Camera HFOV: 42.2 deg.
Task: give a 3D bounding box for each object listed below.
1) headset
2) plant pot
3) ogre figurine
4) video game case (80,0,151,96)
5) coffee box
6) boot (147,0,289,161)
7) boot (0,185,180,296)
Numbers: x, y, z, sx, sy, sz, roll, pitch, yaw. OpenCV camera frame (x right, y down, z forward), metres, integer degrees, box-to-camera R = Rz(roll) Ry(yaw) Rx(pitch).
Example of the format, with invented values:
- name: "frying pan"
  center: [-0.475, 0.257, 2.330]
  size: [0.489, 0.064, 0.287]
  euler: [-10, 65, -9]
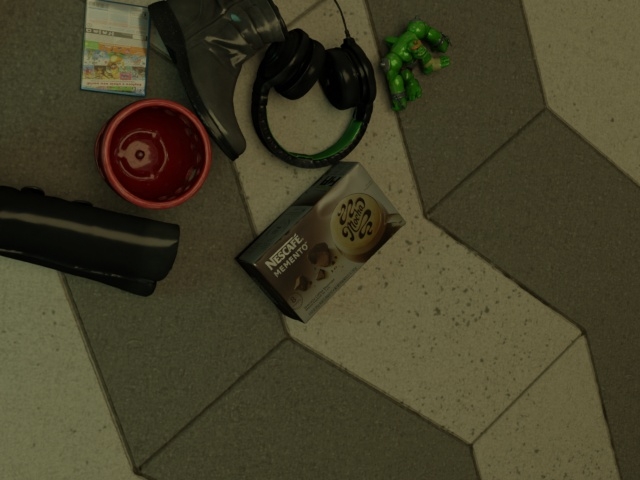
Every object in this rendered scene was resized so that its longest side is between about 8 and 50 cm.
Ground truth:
- name: "headset"
  center: [-0.010, -0.344, 1.639]
  size: [0.244, 0.185, 0.394]
  euler: [6, 108, -27]
- name: "plant pot"
  center: [-0.307, -0.153, 1.487]
  size: [0.191, 0.174, 0.191]
  euler: [-2, 94, -22]
- name: "ogre figurine"
  center: [0.190, -0.375, 1.722]
  size: [0.197, 0.097, 0.118]
  euler: [-43, 127, 2]
- name: "video game case"
  center: [-0.377, -0.354, 1.527]
  size: [0.119, 0.015, 0.166]
  euler: [3, 93, -23]
- name: "coffee box"
  center: [0.000, 0.000, 1.657]
  size: [0.297, 0.119, 0.168]
  euler: [-44, 110, -14]
- name: "boot"
  center: [-0.151, -0.332, 1.501]
  size: [0.223, 0.118, 0.338]
  euler: [-25, 86, -4]
- name: "boot"
  center: [-0.442, -0.035, 1.343]
  size: [0.445, 0.367, 0.146]
  euler: [20, 72, -20]
